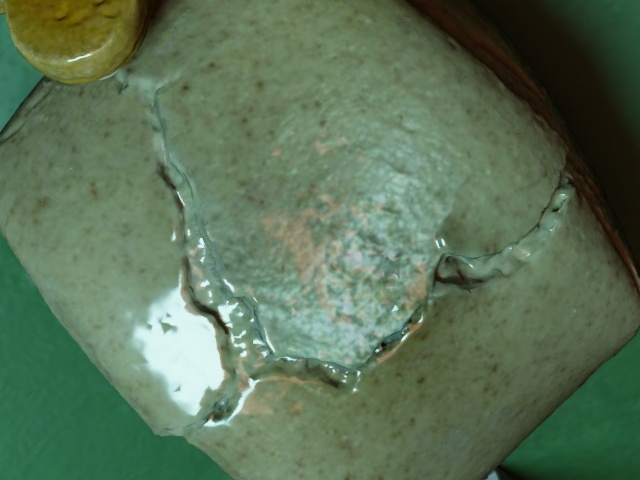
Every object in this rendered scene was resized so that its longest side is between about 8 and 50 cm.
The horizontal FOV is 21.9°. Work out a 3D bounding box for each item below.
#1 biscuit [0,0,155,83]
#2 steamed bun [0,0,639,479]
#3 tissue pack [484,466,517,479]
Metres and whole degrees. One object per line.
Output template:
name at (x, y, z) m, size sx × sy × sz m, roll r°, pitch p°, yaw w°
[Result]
biscuit at (-0.125, -0.150, 0.731) m, size 0.324 × 0.205 × 0.049 m, roll -18°, pitch 152°, yaw 10°
steamed bun at (0.000, 0.000, 0.769) m, size 0.301 × 0.199 × 0.251 m, roll 43°, pitch 103°, yaw -14°
tissue pack at (0.166, 0.249, 0.893) m, size 0.246 × 0.148 × 0.092 m, roll 37°, pitch 104°, yaw -14°
